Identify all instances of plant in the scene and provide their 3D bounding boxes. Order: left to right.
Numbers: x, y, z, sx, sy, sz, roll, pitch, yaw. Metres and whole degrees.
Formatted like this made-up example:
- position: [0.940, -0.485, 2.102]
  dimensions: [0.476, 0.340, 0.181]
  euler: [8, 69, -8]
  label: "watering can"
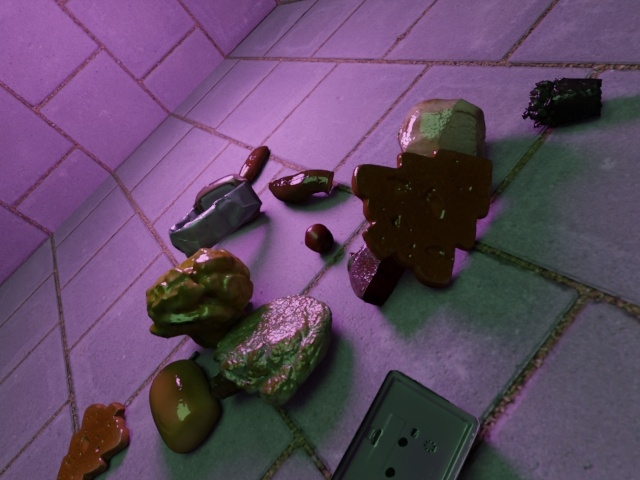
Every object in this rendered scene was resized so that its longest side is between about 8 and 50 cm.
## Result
- position: [0.491, -0.282, 0.869]
  dimensions: [0.143, 0.092, 0.094]
  euler: [6, 67, 37]
  label: "plant"

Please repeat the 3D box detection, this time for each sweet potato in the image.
- position: [-0.254, -0.247, 1.502]
  dimensions: [0.078, 0.058, 0.255]
  euler: [-2, 55, 60]
  label: "sweet potato"
- position: [-0.068, -0.153, 1.246]
  dimensions: [0.112, 0.085, 0.285]
  euler: [-25, 13, -36]
  label: "sweet potato"

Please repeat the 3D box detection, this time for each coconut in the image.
- position: [0.259, -0.224, 0.941]
  dimensions: [0.194, 0.194, 0.194]
  euler: [-23, 42, 23]
  label: "coconut"

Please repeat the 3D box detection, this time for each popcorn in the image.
- position: [-0.288, 0.141, 1.026]
  dimensions: [0.286, 0.252, 0.215]
  euler: [-25, 54, 30]
  label: "popcorn"

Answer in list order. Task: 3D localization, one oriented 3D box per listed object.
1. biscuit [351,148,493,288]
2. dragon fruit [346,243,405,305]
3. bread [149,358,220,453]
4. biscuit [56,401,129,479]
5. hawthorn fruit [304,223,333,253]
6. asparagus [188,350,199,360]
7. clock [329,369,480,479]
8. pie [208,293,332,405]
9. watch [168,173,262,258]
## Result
- position: [0.216, -0.068, 0.827]
  dimensions: [0.306, 0.284, 0.043]
  euler: [-33, -3, -12]
  label: "biscuit"
- position: [0.109, 0.056, 0.879]
  dimensions: [0.096, 0.102, 0.147]
  euler: [22, 76, 51]
  label: "dragon fruit"
- position: [-0.320, 0.363, 0.962]
  dimensions: [0.147, 0.098, 0.217]
  euler: [-53, 38, -7]
  label: "bread"
- position: [-0.578, 0.527, 1.076]
  dimensions: [0.212, 0.041, 0.239]
  euler: [13, 63, 40]
  label: "biscuit"
- position: [-0.002, -0.004, 1.049]
  dimensions: [0.077, 0.077, 0.077]
  euler: [-23, 42, 23]
  label: "hawthorn fruit"
- position: [-0.358, 0.332, 1.086]
  dimensions: [0.127, 0.015, 0.018]
  euler: [-45, 29, -3]
  label: "asparagus"
- position: [0.119, 0.306, 0.608]
  dimensions: [0.147, 0.071, 0.192]
  euler: [27, 72, 18]
  label: "clock"
- position: [-0.101, 0.218, 0.904]
  dimensions: [0.274, 0.105, 0.257]
  euler: [-9, 40, 35]
  label: "pie"
- position: [-0.319, -0.066, 1.253]
  dimensions: [0.253, 0.162, 0.241]
  euler: [-24, 21, 23]
  label: "watch"
